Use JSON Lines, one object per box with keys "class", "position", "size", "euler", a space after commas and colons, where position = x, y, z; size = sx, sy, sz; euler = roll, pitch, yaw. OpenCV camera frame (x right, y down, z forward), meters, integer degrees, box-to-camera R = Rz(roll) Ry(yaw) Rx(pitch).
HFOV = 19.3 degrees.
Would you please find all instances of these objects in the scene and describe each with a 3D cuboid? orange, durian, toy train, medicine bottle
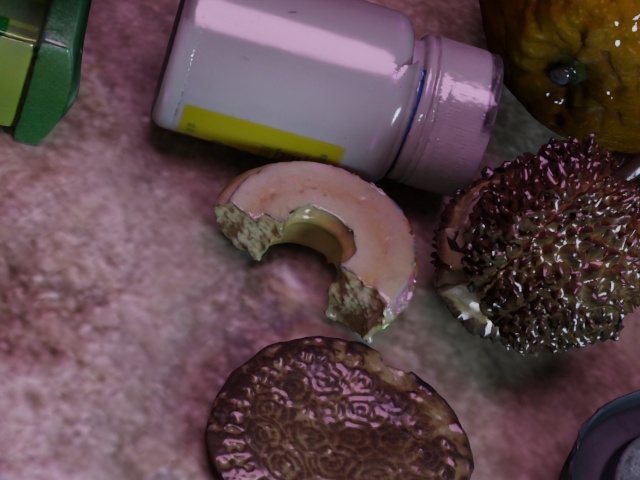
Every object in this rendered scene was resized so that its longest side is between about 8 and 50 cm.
{"class": "orange", "position": [0.288, -0.238, 1.573], "size": [0.322, 0.322, 0.357], "euler": [37, 57, 12]}
{"class": "durian", "position": [0.177, -0.005, 1.411], "size": [0.167, 0.196, 0.196], "euler": [51, 39, -29]}
{"class": "toy train", "position": [-0.272, -0.222, 1.485], "size": [0.202, 0.120, 0.301], "euler": [16, 47, -12]}
{"class": "medicine bottle", "position": [0.005, -0.125, 1.488], "size": [0.258, 0.143, 0.143], "euler": [14, 48, -8]}

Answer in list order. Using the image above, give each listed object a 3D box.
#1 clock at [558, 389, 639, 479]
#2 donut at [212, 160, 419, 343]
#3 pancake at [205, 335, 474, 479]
{"class": "clock", "position": [0.278, 0.210, 1.374], "size": [0.226, 0.049, 0.226], "euler": [11, 47, -12]}
{"class": "donut", "position": [0.004, -0.001, 1.435], "size": [0.166, 0.065, 0.108], "euler": [33, 46, 9]}
{"class": "pancake", "position": [0.014, 0.147, 1.344], "size": [0.199, 0.021, 0.199], "euler": [11, 48, -12]}
